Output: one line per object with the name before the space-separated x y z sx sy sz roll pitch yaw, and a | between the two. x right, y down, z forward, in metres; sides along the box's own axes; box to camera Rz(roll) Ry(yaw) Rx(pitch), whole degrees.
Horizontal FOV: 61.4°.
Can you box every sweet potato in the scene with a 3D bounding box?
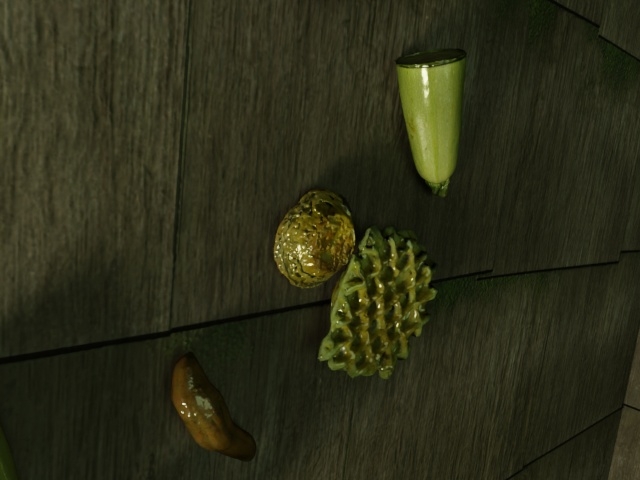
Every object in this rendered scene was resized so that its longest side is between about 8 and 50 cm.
sweet potato | -0.120 0.206 0.606 0.053 0.054 0.182 -37 126 -20

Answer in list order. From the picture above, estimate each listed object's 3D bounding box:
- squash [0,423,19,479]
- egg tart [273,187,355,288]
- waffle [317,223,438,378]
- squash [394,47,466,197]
squash | -0.290 0.242 0.441 0.083 0.083 0.250 -8 104 -41
egg tart | 0.000 0.000 0.665 0.130 0.052 0.130 -15 114 -38
waffle | 0.088 0.089 0.767 0.204 0.054 0.223 24 86 -44
squash | 0.163 -0.155 0.762 0.094 0.094 0.224 -36 130 -31
